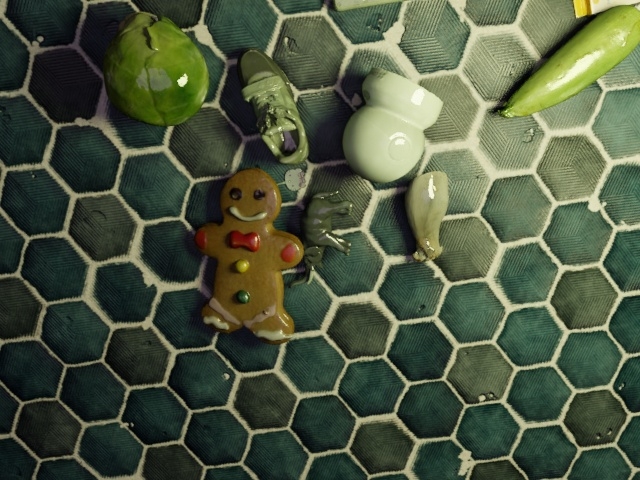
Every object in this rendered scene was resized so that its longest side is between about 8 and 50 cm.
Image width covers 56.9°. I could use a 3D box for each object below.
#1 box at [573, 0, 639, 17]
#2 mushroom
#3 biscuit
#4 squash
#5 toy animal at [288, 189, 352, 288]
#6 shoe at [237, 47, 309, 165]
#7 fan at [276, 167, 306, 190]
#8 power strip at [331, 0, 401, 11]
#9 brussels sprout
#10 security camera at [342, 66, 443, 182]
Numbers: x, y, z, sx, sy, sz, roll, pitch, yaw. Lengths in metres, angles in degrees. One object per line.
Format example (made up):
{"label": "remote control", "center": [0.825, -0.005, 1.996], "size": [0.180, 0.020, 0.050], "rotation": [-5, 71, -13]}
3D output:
{"label": "box", "center": [0.703, -0.601, 1.351], "size": [0.247, 0.033, 0.129], "rotation": [-15, 103, 2]}
{"label": "mushroom", "center": [0.260, -0.057, 1.437], "size": [0.116, 0.093, 0.225], "rotation": [-2, 98, -22]}
{"label": "biscuit", "center": [-0.183, 0.040, 1.431], "size": [0.283, 0.064, 0.432], "rotation": [10, 106, 13]}
{"label": "squash", "center": [0.577, -0.392, 1.355], "size": [0.370, 0.118, 0.118], "rotation": [-40, 100, 8]}
{"label": "toy animal", "center": [0.009, 0.004, 1.454], "size": [0.137, 0.082, 0.270], "rotation": [11, 106, 0]}
{"label": "shoe", "center": [-0.107, -0.303, 1.347], "size": [0.109, 0.149, 0.293], "rotation": [-25, 103, 6]}
{"label": "fan", "center": [-0.077, -0.147, 1.455], "size": [0.083, 0.004, 0.056], "rotation": [-13, 102, 3]}
{"label": "power strip", "center": [0.140, -0.597, 1.336], "size": [0.270, 0.046, 0.118], "rotation": [-9, 105, 0]}
{"label": "brussels sprout", "center": [-0.362, -0.372, 1.303], "size": [0.244, 0.244, 0.244], "rotation": [0, 103, -1]}
{"label": "security camera", "center": [0.147, -0.248, 1.340], "size": [0.194, 0.194, 0.236], "rotation": [25, 98, -6]}
